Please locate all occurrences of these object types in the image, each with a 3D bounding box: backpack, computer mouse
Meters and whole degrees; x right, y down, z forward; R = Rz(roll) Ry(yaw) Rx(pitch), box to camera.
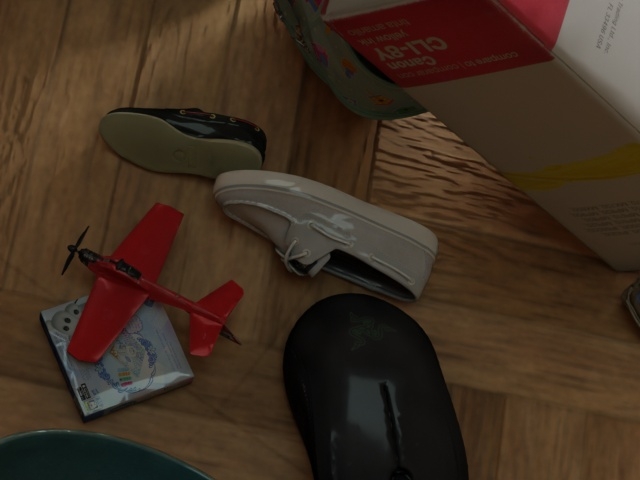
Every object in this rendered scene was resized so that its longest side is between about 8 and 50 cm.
[{"bbox_3d":[0.056,-0.189,1.518,0.166,0.144,0.188,-18,71,-26],"label":"backpack"},{"bbox_3d":[0.058,0.155,1.415,0.188,0.072,0.272,-13,71,-16],"label":"computer mouse"}]

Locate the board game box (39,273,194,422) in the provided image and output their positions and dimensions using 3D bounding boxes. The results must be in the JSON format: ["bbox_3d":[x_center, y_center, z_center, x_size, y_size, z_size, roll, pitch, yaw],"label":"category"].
[{"bbox_3d":[-0.154,0.081,1.431,0.090,0.020,0.090,-19,72,-19],"label":"board game box"}]

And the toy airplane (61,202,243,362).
[{"bbox_3d":[-0.125,0.040,1.427,0.151,0.028,0.151,5,64,-11],"label":"toy airplane"}]

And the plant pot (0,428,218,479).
[{"bbox_3d":[-0.149,0.292,1.226,0.290,0.195,0.290,26,24,-13],"label":"plant pot"}]

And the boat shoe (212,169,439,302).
[{"bbox_3d":[0.000,0.000,1.478,0.184,0.066,0.063,22,64,-13],"label":"boat shoe"}]

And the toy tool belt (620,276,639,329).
[{"bbox_3d":[0.282,0.059,1.512,0.052,0.051,0.083,-38,80,-23],"label":"toy tool belt"}]

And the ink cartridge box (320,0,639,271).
[{"bbox_3d":[0.212,-0.184,1.441,0.385,0.160,0.279,37,59,-35],"label":"ink cartridge box"}]

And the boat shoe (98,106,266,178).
[{"bbox_3d":[-0.108,-0.081,1.498,0.133,0.049,0.042,11,38,1],"label":"boat shoe"}]
